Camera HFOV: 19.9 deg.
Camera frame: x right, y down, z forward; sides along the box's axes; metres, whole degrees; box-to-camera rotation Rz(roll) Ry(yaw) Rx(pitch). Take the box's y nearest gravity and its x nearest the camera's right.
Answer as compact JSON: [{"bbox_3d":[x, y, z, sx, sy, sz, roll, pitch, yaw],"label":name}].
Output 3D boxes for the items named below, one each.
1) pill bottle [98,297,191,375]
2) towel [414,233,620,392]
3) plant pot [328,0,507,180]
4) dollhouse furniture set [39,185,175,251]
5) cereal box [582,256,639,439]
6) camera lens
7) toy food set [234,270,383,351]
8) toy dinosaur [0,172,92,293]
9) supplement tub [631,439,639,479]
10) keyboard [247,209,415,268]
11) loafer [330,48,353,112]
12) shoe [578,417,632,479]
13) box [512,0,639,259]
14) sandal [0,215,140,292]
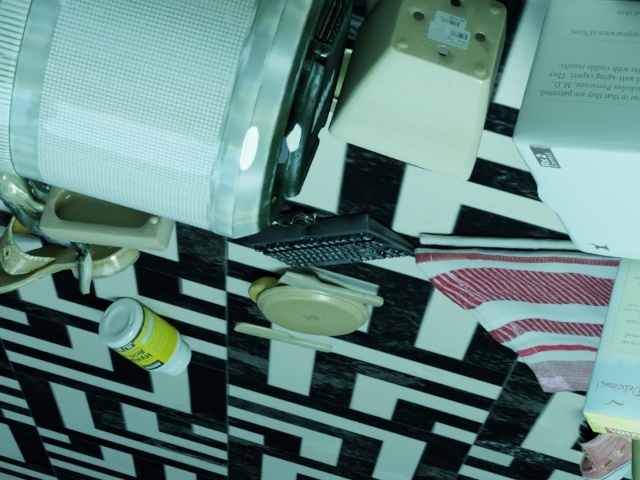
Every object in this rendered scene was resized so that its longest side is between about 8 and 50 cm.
[{"bbox_3d":[-0.211,0.122,2.231,0.065,0.065,0.116,0,155,39],"label":"pill bottle"},{"bbox_3d":[0.261,0.083,1.786,0.237,0.037,0.329,2,155,35],"label":"towel"},{"bbox_3d":[0.079,-0.126,1.301,0.109,0.109,0.096,19,147,-4],"label":"plant pot"},{"bbox_3d":[-0.195,-0.091,1.535,0.144,0.151,0.123,6,157,23],"label":"dollhouse furniture set"},{"bbox_3d":[0.303,0.039,1.335,0.173,0.240,0.047,9,158,23],"label":"cereal box"},{"bbox_3d":[-0.128,-0.135,1.264,0.274,0.219,0.219,16,160,4],"label":"camera lens"},{"bbox_3d":[-0.011,0.065,1.973,0.132,0.038,0.192,15,156,-15],"label":"toy food set"},{"bbox_3d":[-0.283,-0.032,1.858,0.118,0.064,0.268,9,146,49],"label":"toy dinosaur"},{"bbox_3d":[0.369,0.129,1.500,0.228,0.228,0.316,11,148,18],"label":"supplement tub"},{"bbox_3d":[0.000,0.000,1.801,0.108,0.023,0.180,32,154,-35],"label":"keyboard"},{"bbox_3d":[0.059,-0.119,1.400,0.148,0.056,0.050,11,161,-12],"label":"loafer"},{"bbox_3d":[0.324,0.230,2.087,0.081,0.063,0.178,23,154,-12],"label":"shoe"},{"bbox_3d":[0.251,-0.071,1.269,0.182,0.119,0.181,7,158,27],"label":"box"},{"bbox_3d":[-0.309,0.000,2.013,0.240,0.088,0.079,-6,119,34],"label":"sandal"}]
